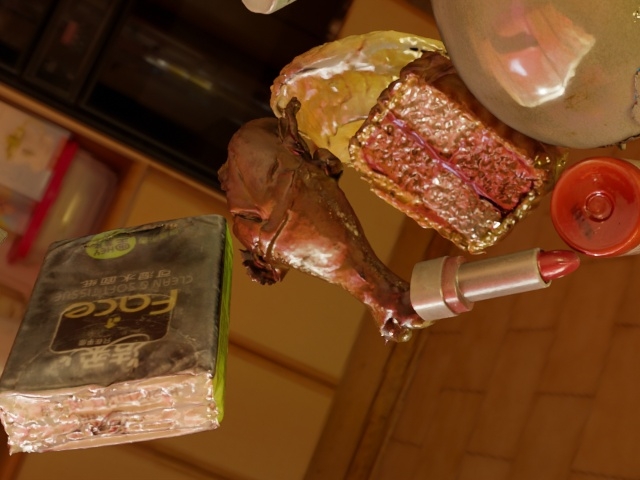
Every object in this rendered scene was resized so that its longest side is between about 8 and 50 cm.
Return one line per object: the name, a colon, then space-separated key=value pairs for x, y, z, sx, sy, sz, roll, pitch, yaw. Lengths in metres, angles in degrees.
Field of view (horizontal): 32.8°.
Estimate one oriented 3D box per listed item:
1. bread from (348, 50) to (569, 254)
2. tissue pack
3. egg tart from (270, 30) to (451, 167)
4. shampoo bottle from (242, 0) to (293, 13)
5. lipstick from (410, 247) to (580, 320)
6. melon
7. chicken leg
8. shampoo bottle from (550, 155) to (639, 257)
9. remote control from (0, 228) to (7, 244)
bread: x=0.155 y=-0.098 z=1.241 sx=0.096 sy=0.222 sz=0.181 roll=-46 pitch=-10 yaw=-49
tissue pack: x=-0.163 y=0.071 z=0.911 sx=0.235 sy=0.173 sz=0.073 roll=-92 pitch=-7 yaw=-59
egg tart: x=0.089 y=-0.213 z=1.790 sx=0.345 sy=0.345 sz=0.132 roll=-35 pitch=54 yaw=54
shampoo bottle: x=0.011 y=-0.453 z=1.598 sx=0.359 sy=0.078 sz=0.134 roll=-39 pitch=-46 yaw=-42
lipstick: x=0.189 y=0.040 z=1.151 sx=0.186 sy=0.057 sz=0.063 roll=-13 pitch=49 yaw=32
melon: x=0.251 y=-0.242 z=1.100 sx=0.268 sy=0.330 sz=0.268 roll=-28 pitch=12 yaw=6
chicken leg: x=-0.016 y=0.003 z=1.436 sx=0.140 sy=0.361 sz=0.211 roll=-22 pitch=-15 yaw=-48
shampoo bottle: x=0.350 y=-0.036 z=1.205 sx=0.104 sy=0.278 sz=0.104 roll=1 pitch=91 yaw=32
remote control: x=-0.564 y=-0.029 z=1.663 sx=0.029 sy=0.162 sz=0.061 roll=-53 pitch=5 yaw=48
